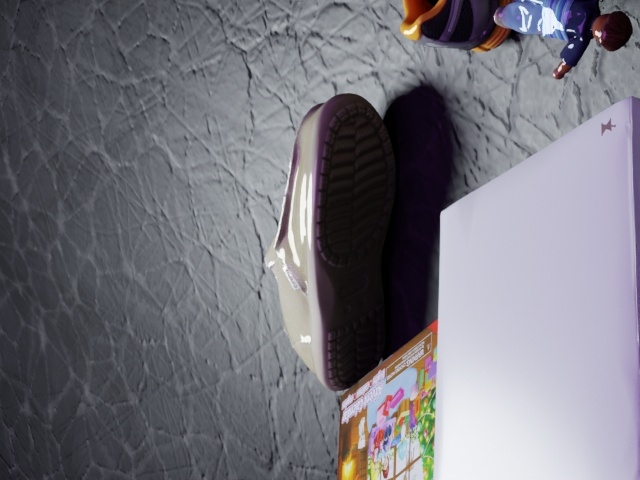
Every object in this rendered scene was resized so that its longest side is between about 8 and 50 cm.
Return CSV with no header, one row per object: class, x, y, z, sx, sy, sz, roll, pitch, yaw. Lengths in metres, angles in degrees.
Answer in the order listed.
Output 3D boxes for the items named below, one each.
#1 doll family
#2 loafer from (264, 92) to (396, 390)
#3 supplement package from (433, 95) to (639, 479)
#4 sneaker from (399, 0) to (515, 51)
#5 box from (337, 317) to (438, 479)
doll family,0.178,-0.207,1.024,0.111,0.076,0.193,24,125,42
loafer,0.000,0.000,1.304,0.092,0.102,0.268,23,120,41
supplement package,0.185,0.081,0.959,0.204,0.145,0.262,-33,46,52
sneaker,0.083,-0.243,1.124,0.084,0.083,0.215,-15,88,56
box,0.085,0.178,1.179,0.293,0.057,0.201,132,144,-60
